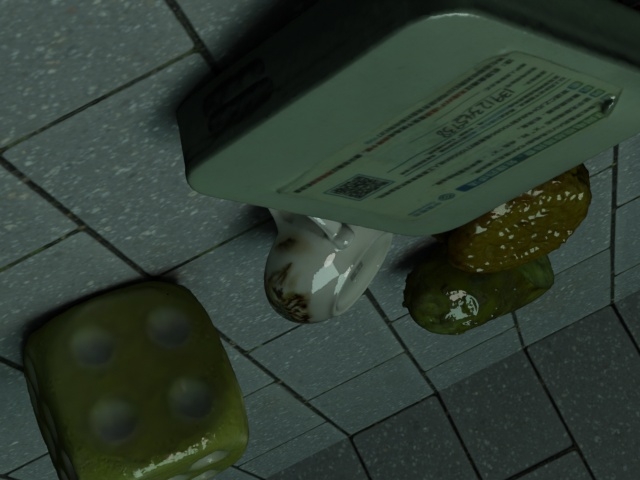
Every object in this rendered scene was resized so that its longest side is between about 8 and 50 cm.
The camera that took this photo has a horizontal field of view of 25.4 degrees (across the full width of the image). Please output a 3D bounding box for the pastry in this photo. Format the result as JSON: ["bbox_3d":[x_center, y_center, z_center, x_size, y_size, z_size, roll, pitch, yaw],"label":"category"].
[{"bbox_3d":[0.267,-0.051,1.968,0.240,0.132,0.235,-16,160,-30],"label":"pastry"}]

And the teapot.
[{"bbox_3d":[0.000,0.000,1.762,0.204,0.139,0.298,-50,163,-15],"label":"teapot"}]

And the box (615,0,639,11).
[{"bbox_3d":[0.285,-0.269,1.443,0.048,0.112,0.175,-24,162,-10],"label":"box"}]

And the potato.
[{"bbox_3d":[0.257,0.057,2.244,0.298,0.141,0.176,-19,174,-40],"label":"potato"}]

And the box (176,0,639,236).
[{"bbox_3d":[0.111,-0.134,1.422,0.396,0.111,0.396,12,151,-42],"label":"box"}]

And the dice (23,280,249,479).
[{"bbox_3d":[-0.239,0.206,1.825,0.233,0.238,0.227,-20,161,-19],"label":"dice"}]
